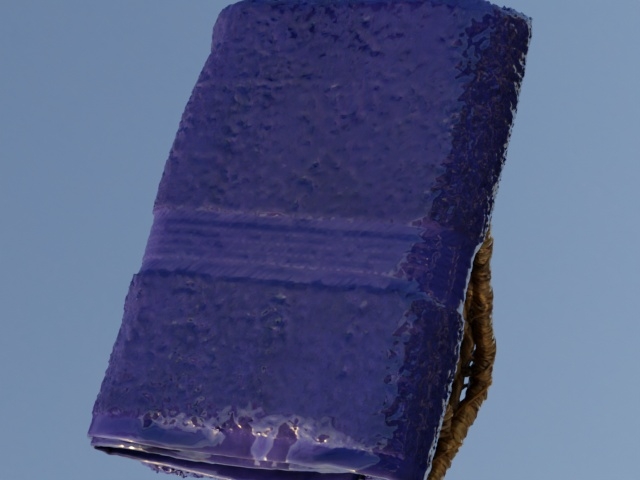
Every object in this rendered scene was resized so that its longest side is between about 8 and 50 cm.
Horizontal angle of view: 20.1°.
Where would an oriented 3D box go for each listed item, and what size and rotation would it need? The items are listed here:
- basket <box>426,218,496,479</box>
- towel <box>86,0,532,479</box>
[{"bbox_3d":[0.051,0.123,1.496,0.223,0.213,0.299,-7,-40,-1],"label":"basket"},{"bbox_3d":[0.000,0.000,1.088,0.076,0.227,0.308,42,-122,-54],"label":"towel"}]
